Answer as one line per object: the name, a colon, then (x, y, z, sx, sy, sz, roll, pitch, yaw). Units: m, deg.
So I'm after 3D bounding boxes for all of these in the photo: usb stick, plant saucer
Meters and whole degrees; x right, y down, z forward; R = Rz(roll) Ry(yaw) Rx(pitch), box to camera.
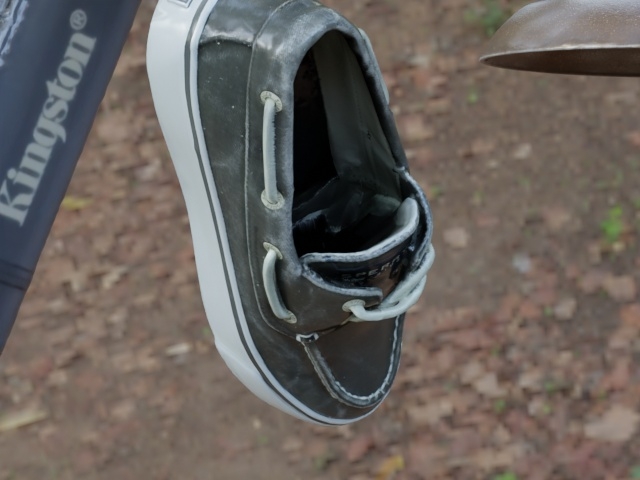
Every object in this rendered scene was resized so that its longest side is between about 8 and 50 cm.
usb stick: (-0.142, -0.048, 0.838, 0.077, 0.278, 0.045, 24, -4, -38)
plant saucer: (0.280, -0.160, 1.443, 0.311, 0.050, 0.310, 0, 0, 0)

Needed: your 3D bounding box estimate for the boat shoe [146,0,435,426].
boat shoe: (0.000, 0.000, 0.653, 0.070, 0.219, 0.078, 28, 62, 36)
